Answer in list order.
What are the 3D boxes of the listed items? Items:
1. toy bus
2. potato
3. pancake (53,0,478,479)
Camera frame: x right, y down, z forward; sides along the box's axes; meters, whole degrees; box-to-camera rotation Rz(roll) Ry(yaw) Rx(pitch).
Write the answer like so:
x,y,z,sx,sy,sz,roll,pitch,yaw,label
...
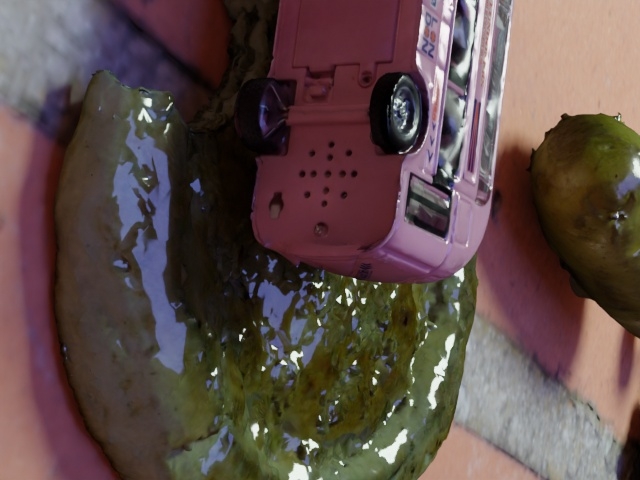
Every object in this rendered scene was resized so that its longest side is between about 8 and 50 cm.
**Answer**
x,y,z,sx,sy,sz,roll,pitch,yaw,label
0.026,-0.087,0.437,0.090,0.063,0.203,21,74,-57,toy bus
0.167,-0.007,0.716,0.188,0.085,0.105,41,20,-54,potato
0.000,0.000,0.485,0.253,0.037,0.253,-3,93,-56,pancake
